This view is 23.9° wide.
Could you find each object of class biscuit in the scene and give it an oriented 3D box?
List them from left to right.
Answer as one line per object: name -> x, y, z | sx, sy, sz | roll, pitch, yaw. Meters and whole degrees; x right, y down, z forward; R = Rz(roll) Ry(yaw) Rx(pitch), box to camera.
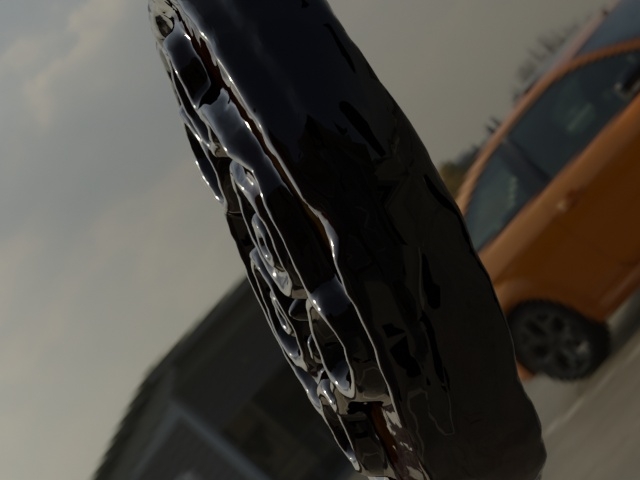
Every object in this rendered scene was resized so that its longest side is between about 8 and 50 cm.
biscuit -> 0.000, 0.000, 0.943 | 0.091, 0.407, 0.407 | -27, -8, -7
